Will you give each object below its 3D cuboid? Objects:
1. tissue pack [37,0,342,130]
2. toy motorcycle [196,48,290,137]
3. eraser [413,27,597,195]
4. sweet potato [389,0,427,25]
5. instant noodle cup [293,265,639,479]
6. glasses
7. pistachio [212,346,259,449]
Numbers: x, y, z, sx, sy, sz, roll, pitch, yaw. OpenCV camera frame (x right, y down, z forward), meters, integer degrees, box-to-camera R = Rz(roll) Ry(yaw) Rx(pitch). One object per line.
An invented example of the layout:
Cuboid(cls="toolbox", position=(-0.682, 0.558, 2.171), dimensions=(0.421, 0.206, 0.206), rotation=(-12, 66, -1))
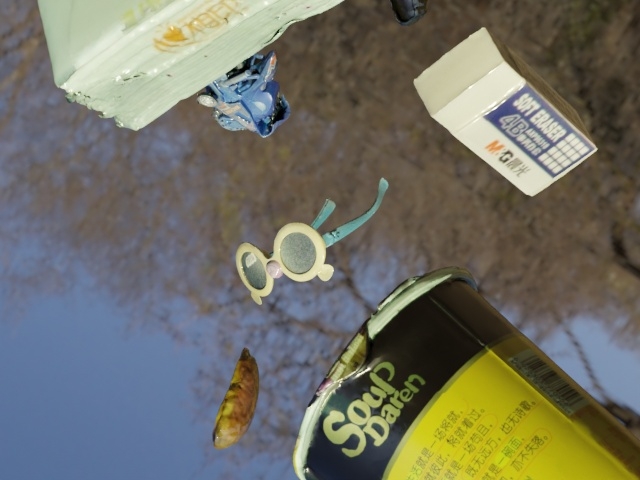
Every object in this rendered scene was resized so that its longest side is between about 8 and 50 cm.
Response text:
Cuboid(cls="tissue pack", position=(-0.160, -0.348, 1.435), dimensions=(0.162, 0.287, 0.388), rotation=(24, -138, -52))
Cuboid(cls="toy motorcycle", position=(-0.097, -0.195, 1.889), dimensions=(0.114, 0.076, 0.205), rotation=(11, 154, 8))
Cuboid(cls="eraser", position=(0.253, -0.166, 1.942), dimensions=(0.279, 0.124, 0.081), rotation=(31, -150, -48))
Cuboid(cls="sweet potato", position=(0.069, -0.389, 1.670), dimensions=(0.085, 0.112, 0.286), rotation=(-41, -69, -48))
Cuboid(cls="instant noodle cup", position=(0.131, 0.164, 1.080), dimensions=(0.236, 0.215, 0.215), rotation=(36, -161, 26))
Cuboid(cls="glasses", position=(-0.017, -0.024, 2.052), dimensions=(0.088, 0.190, 0.220), rotation=(49, -130, -16))
Cuboid(cls="pistachio", position=(-0.118, 0.242, 2.169), dimensions=(0.049, 0.089, 0.173), rotation=(16, -125, 5))
